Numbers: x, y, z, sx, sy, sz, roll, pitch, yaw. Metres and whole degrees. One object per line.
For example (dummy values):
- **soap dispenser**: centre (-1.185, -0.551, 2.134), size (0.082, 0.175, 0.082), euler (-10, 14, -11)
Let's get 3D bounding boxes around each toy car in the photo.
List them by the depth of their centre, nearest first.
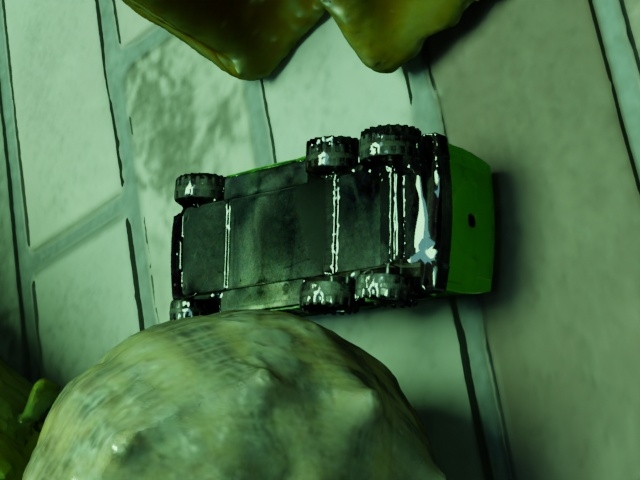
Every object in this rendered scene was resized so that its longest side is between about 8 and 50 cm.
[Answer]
- **toy car**: centre (0.000, 0.000, 0.675), size (0.165, 0.062, 0.071), euler (-10, 74, 45)

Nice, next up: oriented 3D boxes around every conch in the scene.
- **conch**: centre (-0.034, 0.123, 0.627), size (0.291, 0.159, 0.210), euler (-110, 27, -80)

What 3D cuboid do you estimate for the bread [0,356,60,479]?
- **bread**: centre (-0.291, 0.077, 0.785), size (0.376, 0.251, 0.208), euler (34, 83, 23)

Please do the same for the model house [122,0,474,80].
- **model house**: centre (-0.047, -0.159, 0.676), size (0.268, 0.173, 0.239), euler (34, 143, 24)
